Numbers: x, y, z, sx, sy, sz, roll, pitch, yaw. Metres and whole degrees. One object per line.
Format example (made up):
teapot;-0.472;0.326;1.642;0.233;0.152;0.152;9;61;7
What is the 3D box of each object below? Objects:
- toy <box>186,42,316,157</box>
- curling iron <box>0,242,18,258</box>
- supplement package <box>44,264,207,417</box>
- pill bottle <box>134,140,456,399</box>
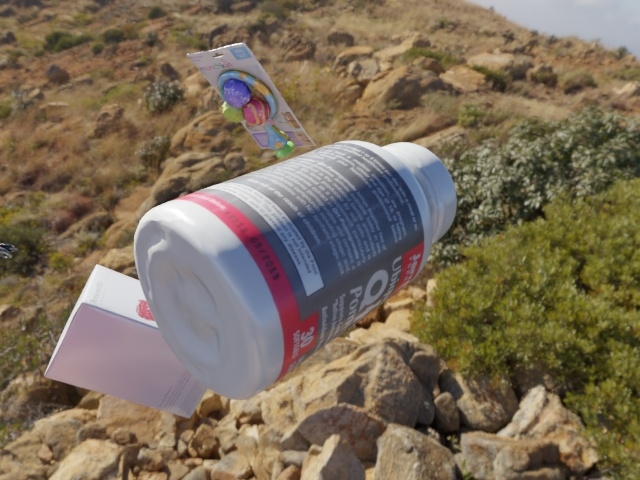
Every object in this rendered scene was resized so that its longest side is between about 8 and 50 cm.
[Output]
toy;-0.123;-0.226;0.849;0.137;0.237;0.056;5;64;34
curling iron;-0.872;0.001;1.146;0.274;0.035;0.068;14;-18;-21
supplement package;-0.365;0.207;0.999;0.293;0.175;0.177;26;12;-23
pill bottle;0.000;0.000;0.489;0.176;0.176;0.319;31;41;32
